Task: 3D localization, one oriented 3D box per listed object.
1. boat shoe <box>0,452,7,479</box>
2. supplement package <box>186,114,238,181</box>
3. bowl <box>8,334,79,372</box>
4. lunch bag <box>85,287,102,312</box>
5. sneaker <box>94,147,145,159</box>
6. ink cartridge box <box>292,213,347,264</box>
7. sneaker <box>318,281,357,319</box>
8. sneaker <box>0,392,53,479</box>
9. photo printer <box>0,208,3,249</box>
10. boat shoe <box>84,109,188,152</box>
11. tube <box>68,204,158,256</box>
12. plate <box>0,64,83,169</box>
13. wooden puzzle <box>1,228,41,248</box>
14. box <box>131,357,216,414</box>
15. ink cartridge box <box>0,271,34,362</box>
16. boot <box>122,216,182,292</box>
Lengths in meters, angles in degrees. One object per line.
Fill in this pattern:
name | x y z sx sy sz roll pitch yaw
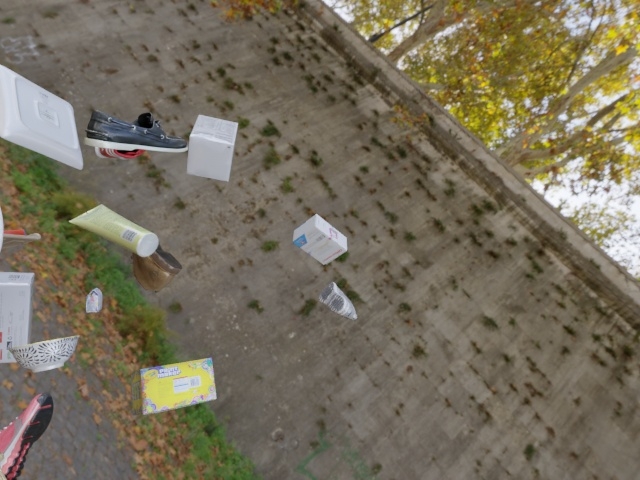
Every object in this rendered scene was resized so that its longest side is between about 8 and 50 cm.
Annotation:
boat shoe | -0.772 0.522 0.959 0.050 0.045 0.135 -19 -95 40
supplement package | -0.519 -0.449 1.970 0.262 0.198 0.199 -98 -158 -52
bowl | -0.778 0.326 1.158 0.170 0.170 0.080 144 -64 -72
lunch bag | -0.849 0.223 1.527 0.071 0.053 0.083 -176 -90 -70
sneaker | -0.665 -0.318 1.442 0.128 0.221 0.086 12 -67 17
ink cartridge box | 0.000 0.000 1.091 0.122 0.089 0.052 38 33 -29
sneaker | 0.076 0.280 1.818 0.115 0.105 0.281 43 3 -22
sneaker | -0.978 0.625 1.276 0.136 0.313 0.116 20 -23 2
photo printer | -1.076 -0.044 1.136 0.107 0.308 0.255 -154 -113 -66
boat shoe | -0.531 -0.327 1.216 0.127 0.340 0.112 16 -74 30
tube | -0.502 -0.030 1.000 0.240 0.062 0.070 22 2 23
plate | -0.881 -0.392 1.296 0.277 0.045 0.277 69 14 17
wooden puzzle | -1.439 0.011 1.718 0.348 0.322 0.080 -161 -126 -84
box | -0.640 0.633 1.759 0.279 0.290 0.176 -35 -119 52
ink cartridge box | -1.194 0.273 1.449 0.130 0.272 0.309 32 -67 57
boot | -0.543 0.036 1.223 0.305 0.115 0.112 40 5 31
